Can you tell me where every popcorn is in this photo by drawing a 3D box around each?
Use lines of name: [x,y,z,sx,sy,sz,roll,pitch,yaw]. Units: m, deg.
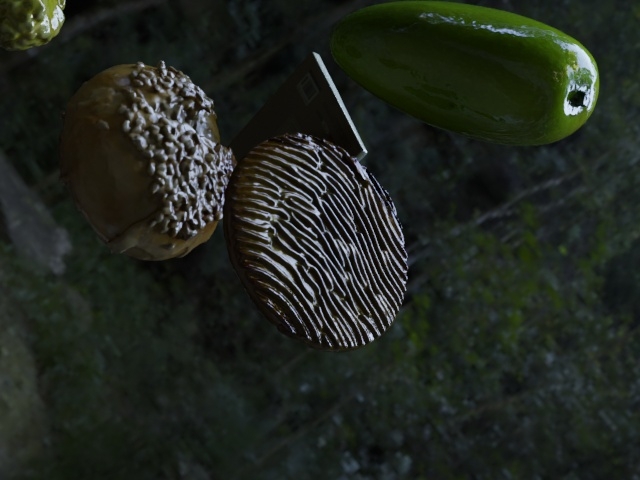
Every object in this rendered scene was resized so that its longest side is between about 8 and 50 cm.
popcorn: [-0.432,-0.364,1.773,0.218,0.169,0.189,53,-17,5]

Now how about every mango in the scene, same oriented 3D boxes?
mango: [0.167,-0.210,1.573,0.343,0.155,0.192,19,13,20]

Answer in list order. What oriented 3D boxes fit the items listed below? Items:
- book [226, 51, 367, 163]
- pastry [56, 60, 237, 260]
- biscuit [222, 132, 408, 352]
book: [-0.063,-0.127,2.125,0.310,0.021,0.216,-45,-125,31]
pastry: [-0.244,-0.127,1.941,0.284,0.184,0.315,25,51,-43]
biscuit: [0.000,0.000,1.788,0.040,0.318,0.318,-29,-83,46]
